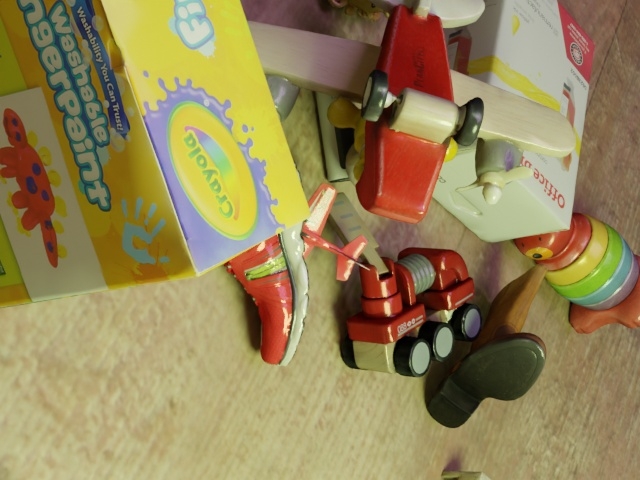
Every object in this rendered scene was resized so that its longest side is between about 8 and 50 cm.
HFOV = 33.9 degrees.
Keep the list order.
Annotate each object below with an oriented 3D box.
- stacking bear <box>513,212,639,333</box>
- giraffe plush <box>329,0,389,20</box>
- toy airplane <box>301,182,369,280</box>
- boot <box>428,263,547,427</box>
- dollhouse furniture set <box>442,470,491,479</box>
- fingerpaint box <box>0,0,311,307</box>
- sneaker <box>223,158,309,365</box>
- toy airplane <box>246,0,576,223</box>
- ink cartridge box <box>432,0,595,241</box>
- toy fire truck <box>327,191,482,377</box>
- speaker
[{"bbox_3d":[0.451,0.023,1.877,0.289,0.175,0.164,36,59,-29],"label":"stacking bear"},{"bbox_3d":[0.081,-0.419,1.557,0.181,0.210,0.170,8,91,-6],"label":"giraffe plush"},{"bbox_3d":[0.000,0.000,1.415,0.028,0.151,0.151,-113,-174,-82],"label":"toy airplane"},{"bbox_3d":[0.300,0.140,1.614,0.096,0.264,0.280,36,51,5],"label":"boot"},{"bbox_3d":[0.246,0.459,1.577,0.129,0.129,0.183,44,53,-34],"label":"dollhouse furniture set"},{"bbox_3d":[-0.251,-0.178,0.971,0.163,0.371,0.444,-29,103,-47],"label":"fingerpaint box"},{"bbox_3d":[-0.084,0.025,1.335,0.118,0.107,0.279,-6,99,-15],"label":"sneaker"},{"bbox_3d":[0.100,-0.187,1.403,0.384,0.272,0.386,-25,60,-38],"label":"toy airplane"},{"bbox_3d":[0.307,-0.229,1.752,0.279,0.160,0.384,35,58,-39],"label":"ink cartridge box"},{"bbox_3d":[0.106,0.047,1.510,0.217,0.158,0.246,-24,111,-47],"label":"toy fire truck"},{"bbox_3d":[0.028,-0.154,1.511,0.055,0.055,0.136,-6,87,-48],"label":"speaker"}]
